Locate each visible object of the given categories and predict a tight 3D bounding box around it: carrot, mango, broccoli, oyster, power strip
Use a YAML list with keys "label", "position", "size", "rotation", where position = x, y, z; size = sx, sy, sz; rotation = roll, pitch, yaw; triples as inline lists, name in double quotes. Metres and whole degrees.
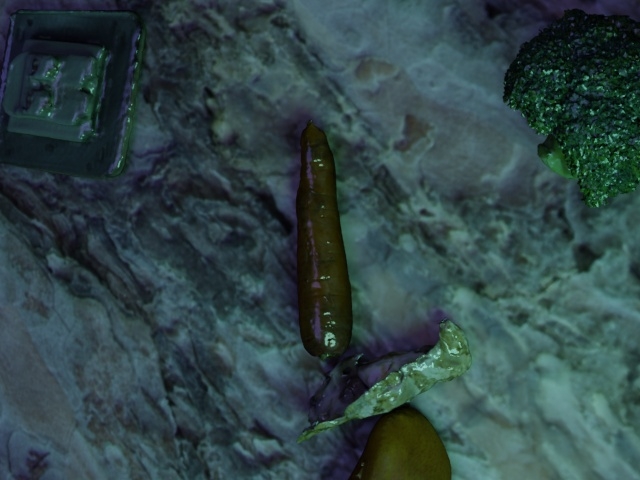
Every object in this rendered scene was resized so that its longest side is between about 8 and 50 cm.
- label: "carrot"
  position: [0.000, 0.000, 1.193]
  size: [0.059, 0.059, 0.248]
  rotation: [-9, 80, 29]
- label: "mango"
  position: [0.072, 0.245, 1.126]
  size: [0.105, 0.084, 0.159]
  rotation: [18, 97, 24]
- label: "broccoli"
  position: [0.244, -0.119, 0.998]
  size: [0.195, 0.195, 0.156]
  rotation: [70, 155, 13]
- label: "oyster"
  position: [0.054, 0.151, 1.149]
  size: [0.200, 0.106, 0.061]
  rotation: [-22, 120, 42]
- label: "power strip"
  position: [-0.313, -0.177, 1.374]
  size: [0.213, 0.064, 0.198]
  rotation: [7, 90, 31]
